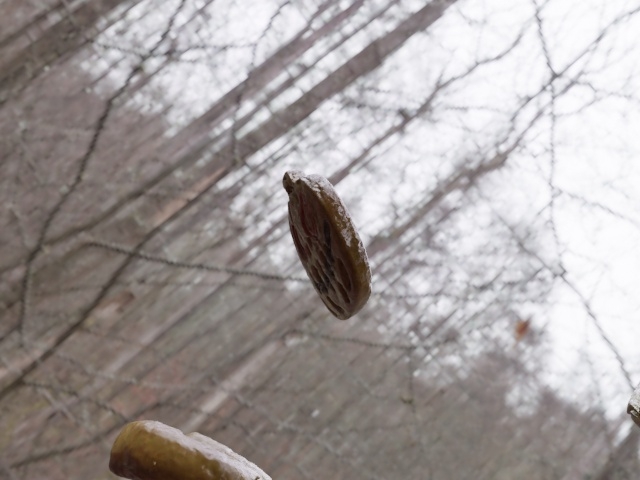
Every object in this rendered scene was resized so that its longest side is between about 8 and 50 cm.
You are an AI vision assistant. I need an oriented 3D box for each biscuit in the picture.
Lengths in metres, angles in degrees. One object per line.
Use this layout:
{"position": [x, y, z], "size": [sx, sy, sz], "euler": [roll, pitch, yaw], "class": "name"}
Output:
{"position": [-0.001, 0.001, 2.146], "size": [0.314, 0.063, 0.367], "euler": [62, -14, 12], "class": "biscuit"}
{"position": [-0.159, 0.293, 1.388], "size": [0.213, 0.091, 0.274], "euler": [24, -15, 9], "class": "biscuit"}

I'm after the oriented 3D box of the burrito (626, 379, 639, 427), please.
{"position": [0.465, 0.200, 1.487], "size": [0.059, 0.275, 0.082], "euler": [-37, -89, 30], "class": "burrito"}
